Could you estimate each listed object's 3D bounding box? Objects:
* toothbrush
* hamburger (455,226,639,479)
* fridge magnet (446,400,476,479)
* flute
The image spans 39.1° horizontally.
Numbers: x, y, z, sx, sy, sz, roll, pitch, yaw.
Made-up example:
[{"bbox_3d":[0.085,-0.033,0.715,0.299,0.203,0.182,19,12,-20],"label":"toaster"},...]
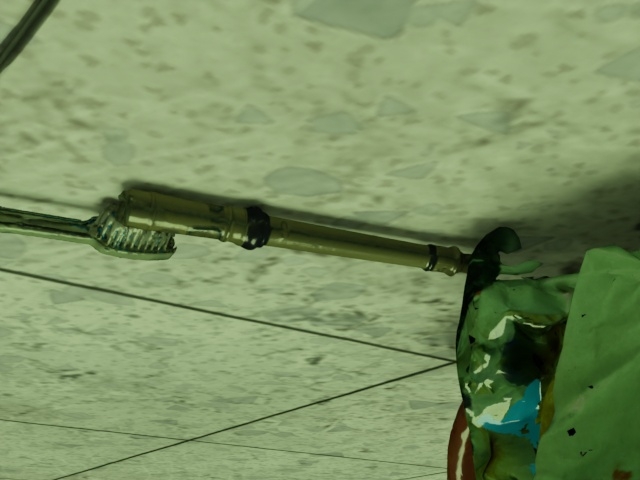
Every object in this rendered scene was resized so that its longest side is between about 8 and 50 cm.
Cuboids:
[{"bbox_3d":[-0.212,-0.024,0.453,0.294,0.026,0.028,10,137,-24],"label":"toothbrush"},{"bbox_3d":[0.194,0.111,0.468,0.276,0.260,0.150,-15,-168,26],"label":"hamburger"},{"bbox_3d":[0.269,0.198,0.653,0.364,0.155,0.363,8,117,16],"label":"fridge magnet"},{"bbox_3d":[0.000,0.000,0.516,0.233,0.027,0.027,9,156,-22],"label":"flute"}]
